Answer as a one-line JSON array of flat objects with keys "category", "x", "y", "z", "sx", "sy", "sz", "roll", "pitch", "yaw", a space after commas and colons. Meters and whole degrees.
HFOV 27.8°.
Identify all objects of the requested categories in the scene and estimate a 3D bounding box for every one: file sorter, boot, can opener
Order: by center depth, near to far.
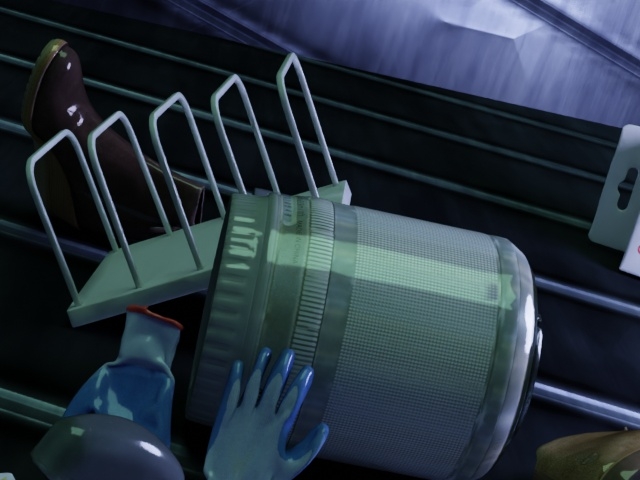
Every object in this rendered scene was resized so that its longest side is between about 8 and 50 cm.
[{"category": "can opener", "x": -0.061, "y": 0.186, "z": 0.748, "sx": 0.283, "sy": 0.095, "sz": 0.076, "roll": 36, "pitch": -1, "yaw": -41}, {"category": "boot", "x": 0.316, "y": 0.196, "z": 1.194, "sx": 0.305, "sy": 0.112, "sz": 0.115, "roll": -5, "pitch": 15, "yaw": -41}, {"category": "file sorter", "x": -0.130, "y": -0.058, "z": 1.303, "sx": 0.277, "sy": 0.173, "sz": 0.193, "roll": -17, "pitch": 15, "yaw": 9}, {"category": "boot", "x": -0.222, "y": -0.097, "z": 1.443, "sx": 0.206, "sy": 0.248, "sz": 0.090, "roll": 19, "pitch": 45, "yaw": 8}]

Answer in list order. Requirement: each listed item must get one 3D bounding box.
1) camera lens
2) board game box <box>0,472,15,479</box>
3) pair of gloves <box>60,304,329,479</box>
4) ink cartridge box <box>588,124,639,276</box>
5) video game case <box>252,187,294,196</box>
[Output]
[{"category": "camera lens", "x": 0.037, "y": 0.083, "z": 1.115, "sx": 0.274, "sy": 0.219, "sz": 0.219, "roll": 12, "pitch": 18, "yaw": -6}, {"category": "board game box", "x": -0.174, "y": 0.217, "z": 0.736, "sx": 0.026, "sy": 0.103, "sz": 0.154, "roll": 3, "pitch": 20, "yaw": -32}, {"category": "pair of gloves", "x": -0.096, "y": 0.141, "z": 0.973, "sx": 0.198, "sy": 0.159, "sz": 0.023, "roll": 16, "pitch": -14, "yaw": 9}, {"category": "ink cartridge box", "x": 0.569, "y": -0.024, "z": 1.873, "sx": 0.353, "sy": 0.207, "sz": 0.119, "roll": 20, "pitch": 17, "yaw": 20}, {"category": "video game case", "x": 0.000, "y": 0.000, "z": 1.661, "sx": 0.196, "sy": 0.026, "sz": 0.274, "roll": 13, "pitch": 17, "yaw": -4}]
